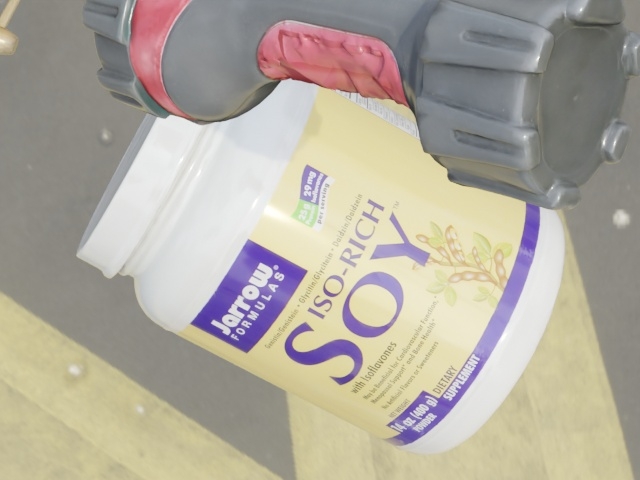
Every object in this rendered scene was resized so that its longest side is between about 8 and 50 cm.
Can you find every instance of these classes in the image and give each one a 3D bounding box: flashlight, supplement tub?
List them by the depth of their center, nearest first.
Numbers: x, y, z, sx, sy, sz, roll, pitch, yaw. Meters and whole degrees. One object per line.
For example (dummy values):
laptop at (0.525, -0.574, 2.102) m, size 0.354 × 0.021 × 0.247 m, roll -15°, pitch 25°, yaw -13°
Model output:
flashlight at (0.005, -0.083, 0.634) m, size 0.304 × 0.103 × 0.103 m, roll 23°, pitch 68°, yaw 46°
supplement tub at (0.000, 0.000, 1.079) m, size 0.331 × 0.241 × 0.241 m, roll 28°, pitch 69°, yaw -12°

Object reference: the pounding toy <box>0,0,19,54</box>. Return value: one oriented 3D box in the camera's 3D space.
pounding toy at (-0.460, -0.393, 1.800) m, size 0.154 × 0.155 × 0.270 m, roll 11°, pitch 94°, yaw -10°
